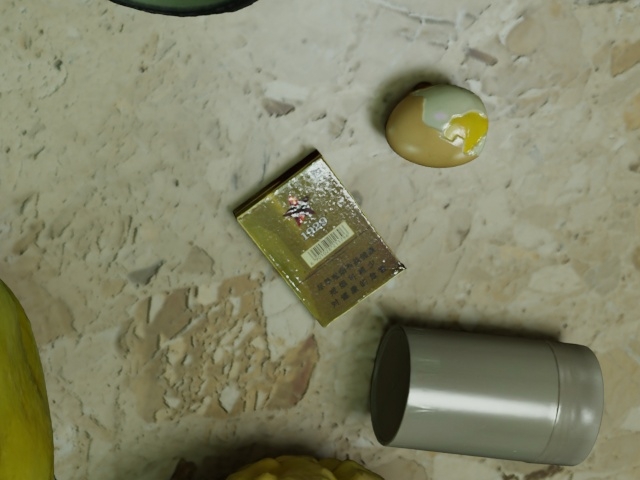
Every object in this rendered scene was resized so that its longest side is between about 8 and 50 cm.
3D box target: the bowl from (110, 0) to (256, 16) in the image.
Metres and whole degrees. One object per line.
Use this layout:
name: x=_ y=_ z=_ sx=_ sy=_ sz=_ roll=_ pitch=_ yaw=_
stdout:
bowl: x=-0.106 y=-0.346 z=1.145 sx=0.185 sy=0.354 sz=0.354 roll=-50 pitch=119 yaw=-35

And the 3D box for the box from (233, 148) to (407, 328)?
box: x=0.000 y=0.000 z=1.426 sx=0.090 sy=0.023 sz=0.133 roll=-38 pitch=113 yaw=0

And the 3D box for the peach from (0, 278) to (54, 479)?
peach: x=-0.340 y=0.140 z=1.231 sx=0.281 sy=0.315 sz=0.314 roll=-12 pitch=110 yaw=-9

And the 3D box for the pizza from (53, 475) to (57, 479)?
pizza: x=-0.274 y=0.237 z=1.433 sx=0.131 sy=0.041 sz=0.178 roll=-35 pitch=114 yaw=-2

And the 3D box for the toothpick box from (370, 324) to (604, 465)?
toothpick box: x=0.145 y=0.135 z=1.463 sx=0.180 sy=0.111 sz=0.111 roll=7 pitch=107 yaw=-16

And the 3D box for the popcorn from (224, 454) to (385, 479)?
popcorn: x=0.005 y=0.364 z=1.387 sx=0.349 sy=0.381 sz=0.349 roll=-10 pitch=112 yaw=-27

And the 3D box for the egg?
egg: x=0.096 y=-0.094 z=1.390 sx=0.083 sy=0.071 sz=0.071 roll=-7 pitch=111 yaw=-10
